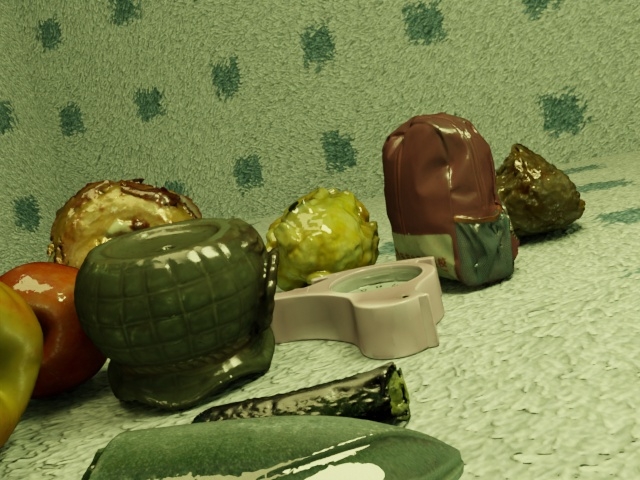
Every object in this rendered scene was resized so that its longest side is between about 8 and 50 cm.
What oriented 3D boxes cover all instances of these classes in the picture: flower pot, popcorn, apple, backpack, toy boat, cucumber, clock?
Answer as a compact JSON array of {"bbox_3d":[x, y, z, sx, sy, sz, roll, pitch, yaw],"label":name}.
[{"bbox_3d":[-0.196,0.090,0.866,0.301,0.213,0.302,-8,16,2],"label":"flower pot"},{"bbox_3d":[0.000,0.000,1.246,0.252,0.215,0.286,-3,15,17],"label":"popcorn"},{"bbox_3d":[-0.440,0.142,0.924,0.218,0.218,0.201,-13,2,-7],"label":"apple"},{"bbox_3d":[0.230,-0.083,1.101,0.197,0.317,0.283,-15,8,-26],"label":"backpack"},{"bbox_3d":[-0.040,0.199,0.472,0.319,0.092,0.141,-5,8,-2],"label":"toy boat"},{"bbox_3d":[-0.026,0.186,0.609,0.245,0.067,0.067,-15,9,0],"label":"cucumber"},{"bbox_3d":[0.049,0.108,0.918,0.290,0.080,0.275,-11,9,10],"label":"clock"}]

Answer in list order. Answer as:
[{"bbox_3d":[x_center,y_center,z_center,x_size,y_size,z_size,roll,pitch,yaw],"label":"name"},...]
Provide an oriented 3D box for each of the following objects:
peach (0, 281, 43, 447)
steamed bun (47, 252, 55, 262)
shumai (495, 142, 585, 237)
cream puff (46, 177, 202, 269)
[{"bbox_3d":[-0.511,0.165,0.691,0.307,0.289,0.289,-3,10,4],"label":"peach"},{"bbox_3d":[-0.547,0.088,1.457,0.275,0.206,0.320,-5,-20,-13],"label":"steamed bun"},{"bbox_3d":[0.425,-0.054,1.321,0.283,0.217,0.346,-44,-7,4],"label":"shumai"},{"bbox_3d":[-0.394,0.032,1.236,0.350,0.350,0.228,-15,-9,-15],"label":"cream puff"}]
